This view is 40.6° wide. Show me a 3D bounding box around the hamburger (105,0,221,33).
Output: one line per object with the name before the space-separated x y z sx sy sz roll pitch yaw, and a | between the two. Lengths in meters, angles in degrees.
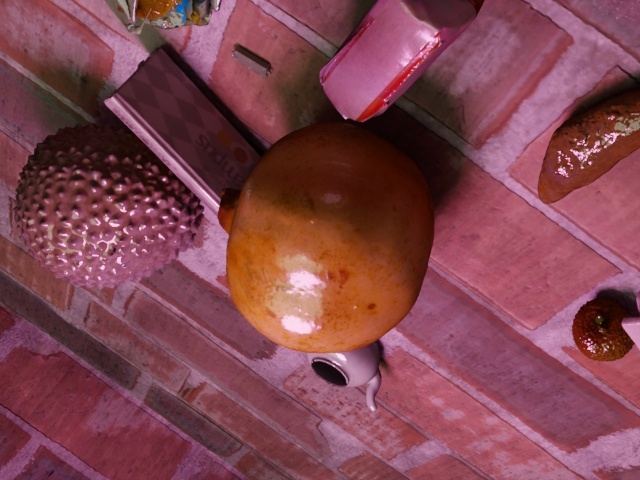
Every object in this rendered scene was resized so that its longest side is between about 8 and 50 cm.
hamburger | -0.306 -0.447 1.446 0.260 0.150 0.276 2 136 44

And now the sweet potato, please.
sweet potato | 0.396 -0.135 1.257 0.114 0.092 0.341 25 152 -16

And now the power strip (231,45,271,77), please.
power strip | -0.123 -0.322 1.566 0.083 0.017 0.027 31 150 7

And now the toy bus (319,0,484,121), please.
toy bus | 0.108 -0.292 1.275 0.127 0.147 0.302 44 147 -3

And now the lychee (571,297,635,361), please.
lychee | 0.502 0.159 1.534 0.114 0.114 0.146 19 171 25

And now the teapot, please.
teapot | 0.048 0.280 2.112 0.294 0.129 0.193 39 148 -8

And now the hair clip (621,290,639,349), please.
hair clip | 0.643 0.227 1.510 0.331 0.101 0.085 48 151 -18

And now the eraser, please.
eraser | -0.229 -0.178 1.690 0.082 0.213 0.397 -25 116 43

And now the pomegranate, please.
pomegranate | 0.000 0.000 1.506 0.416 0.417 0.417 24 147 17

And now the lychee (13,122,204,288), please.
lychee | -0.467 -0.077 1.911 0.431 0.380 0.380 -5 134 22
